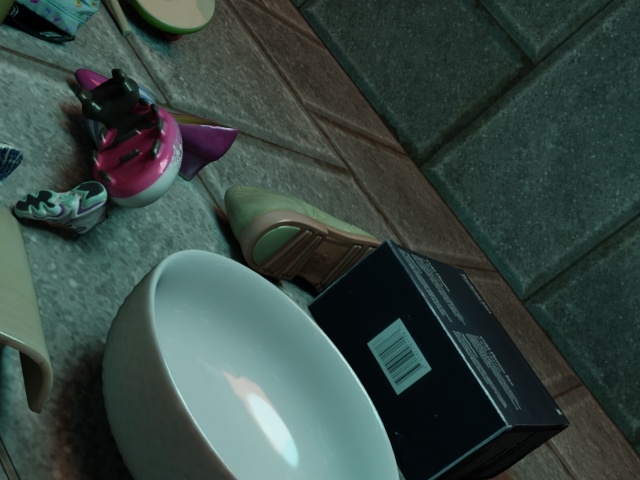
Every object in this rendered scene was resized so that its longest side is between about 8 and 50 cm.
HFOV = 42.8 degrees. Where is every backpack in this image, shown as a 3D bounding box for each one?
[{"bbox_3d":[-0.411,-0.378,1.206,0.182,0.115,0.152,27,25,-56],"label":"backpack"}]

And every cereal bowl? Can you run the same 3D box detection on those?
[{"bbox_3d":[-0.082,0.180,0.801,0.339,0.141,0.339,42,20,-19],"label":"cereal bowl"}]

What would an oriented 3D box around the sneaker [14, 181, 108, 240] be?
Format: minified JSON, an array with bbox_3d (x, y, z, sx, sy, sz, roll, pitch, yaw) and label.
[{"bbox_3d":[-0.283,-0.024,0.905,0.069,0.098,0.038,95,-22,-46],"label":"sneaker"}]

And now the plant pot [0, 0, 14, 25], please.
[{"bbox_3d":[-0.429,-0.391,0.972,0.237,0.254,0.237,43,18,-18],"label":"plant pot"}]

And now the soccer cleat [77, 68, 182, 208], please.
[{"bbox_3d":[-0.223,-0.111,1.046,0.143,0.116,0.331,60,-2,-36],"label":"soccer cleat"}]

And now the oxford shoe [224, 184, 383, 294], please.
[{"bbox_3d":[0.000,0.000,1.363,0.397,0.140,0.146,29,19,-50],"label":"oxford shoe"}]

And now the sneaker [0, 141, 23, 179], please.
[{"bbox_3d":[-0.369,-0.100,0.848,0.058,0.052,0.135,51,17,19],"label":"sneaker"}]

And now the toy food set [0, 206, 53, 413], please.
[{"bbox_3d":[-0.356,0.008,0.636,0.306,0.092,0.219,36,11,-38],"label":"toy food set"}]

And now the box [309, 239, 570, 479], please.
[{"bbox_3d":[0.198,0.205,1.331,0.313,0.179,0.343,19,35,-55],"label":"box"}]

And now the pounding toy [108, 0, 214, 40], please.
[{"bbox_3d":[-0.334,-0.460,1.609,0.237,0.110,0.182,-18,78,-39],"label":"pounding toy"}]

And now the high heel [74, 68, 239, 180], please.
[{"bbox_3d":[-0.243,-0.198,1.223,0.244,0.117,0.082,42,20,-22],"label":"high heel"}]
